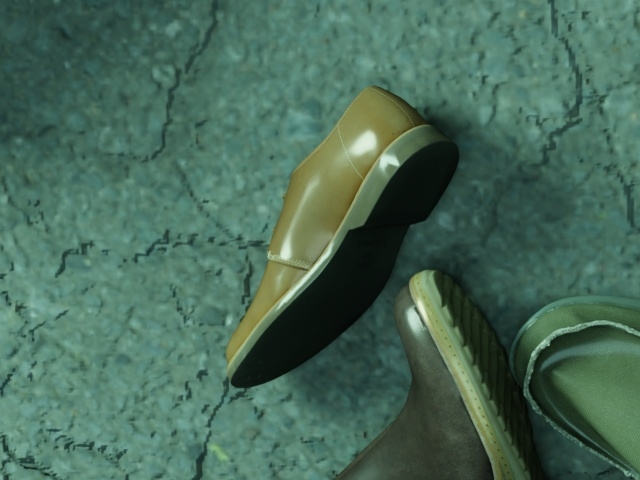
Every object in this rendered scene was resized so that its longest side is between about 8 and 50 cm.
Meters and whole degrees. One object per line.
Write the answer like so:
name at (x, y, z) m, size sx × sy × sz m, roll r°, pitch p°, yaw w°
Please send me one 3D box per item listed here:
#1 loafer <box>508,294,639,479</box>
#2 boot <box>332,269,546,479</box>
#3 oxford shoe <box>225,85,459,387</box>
loafer at (0.225, 0.112, 1.107) m, size 0.251 × 0.087 × 0.094 m, roll 25°, pitch 110°, yaw 6°
boot at (0.032, 0.156, 1.166) m, size 0.207 × 0.090 × 0.248 m, roll -19°, pitch 104°, yaw 16°
oxford shoe at (0.000, 0.000, 1.153) m, size 0.076 × 0.076 × 0.212 m, roll 49°, pitch 117°, yaw 29°
